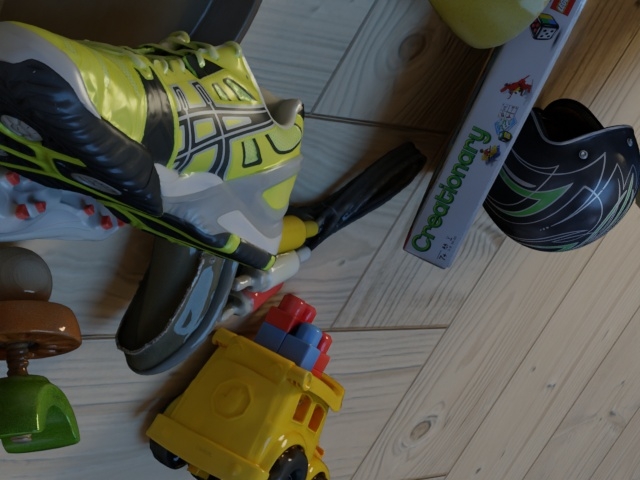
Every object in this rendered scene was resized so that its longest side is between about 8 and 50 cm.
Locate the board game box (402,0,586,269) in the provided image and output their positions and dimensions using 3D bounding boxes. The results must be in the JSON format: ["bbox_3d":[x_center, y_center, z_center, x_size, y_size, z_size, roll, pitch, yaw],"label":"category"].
[{"bbox_3d":[0.175,-0.141,1.763,0.193,0.053,0.305,-63,178,-63],"label":"board game box"}]

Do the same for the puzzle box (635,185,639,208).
[{"bbox_3d":[0.525,-0.181,1.925,0.409,0.052,0.272,-19,137,-17],"label":"puzzle box"}]

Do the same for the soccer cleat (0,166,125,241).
[{"bbox_3d":[-0.221,-0.029,1.435,0.076,0.068,0.196,-14,174,24],"label":"soccer cleat"}]

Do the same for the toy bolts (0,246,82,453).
[{"bbox_3d":[-0.311,0.079,1.413,0.218,0.158,0.228,-10,165,12],"label":"toy bolts"}]

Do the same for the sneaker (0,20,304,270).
[{"bbox_3d":[-0.133,-0.095,1.346,0.384,0.145,0.147,32,76,-64],"label":"sneaker"}]

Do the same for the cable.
[{"bbox_3d":[0.000,0.000,1.764,0.287,0.072,0.139,-23,148,-40],"label":"cable"}]

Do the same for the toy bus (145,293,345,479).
[{"bbox_3d":[-0.046,0.166,1.854,0.211,0.149,0.220,-62,155,-9],"label":"toy bus"}]

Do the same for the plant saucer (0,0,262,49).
[{"bbox_3d":[-0.146,-0.182,1.368,0.278,0.041,0.278,-34,148,-25],"label":"plant saucer"}]

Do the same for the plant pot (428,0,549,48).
[{"bbox_3d":[0.133,-0.247,1.609,0.095,0.134,0.134,27,104,-34],"label":"plant pot"}]

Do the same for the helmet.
[{"bbox_3d":[0.251,-0.069,1.935,0.169,0.161,0.169,-35,149,-25],"label":"helmet"}]

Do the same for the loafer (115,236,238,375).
[{"bbox_3d":[-0.116,-0.002,1.599,0.087,0.094,0.251,26,95,-36],"label":"loafer"}]
